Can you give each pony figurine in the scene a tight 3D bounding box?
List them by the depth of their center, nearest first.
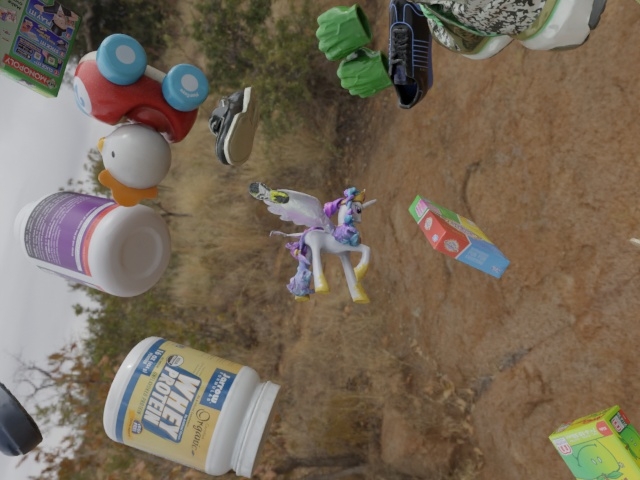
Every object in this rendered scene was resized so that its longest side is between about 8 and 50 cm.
[{"bbox_3d":[0.000,0.000,1.610,0.303,0.350,0.364,86,-174,-67],"label":"pony figurine"}]

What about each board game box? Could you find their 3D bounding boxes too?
[{"bbox_3d":[0.384,0.309,0.655,0.181,0.043,0.092,59,140,17],"label":"board game box"},{"bbox_3d":[-0.697,-0.482,1.140,0.046,0.317,0.214,7,79,32],"label":"board game box"},{"bbox_3d":[0.434,-0.019,1.682,0.064,0.242,0.316,-61,17,19],"label":"board game box"}]

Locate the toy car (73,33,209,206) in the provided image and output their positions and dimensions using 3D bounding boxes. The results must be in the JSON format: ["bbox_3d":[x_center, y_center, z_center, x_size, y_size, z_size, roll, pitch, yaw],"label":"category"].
[{"bbox_3d":[-0.330,-0.179,0.900,0.219,0.210,0.238,-12,65,54],"label":"toy car"}]

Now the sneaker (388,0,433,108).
[{"bbox_3d":[0.176,-0.378,1.056,0.081,0.232,0.090,13,51,35],"label":"sneaker"}]

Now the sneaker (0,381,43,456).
[{"bbox_3d":[-0.474,0.193,0.612,0.131,0.318,0.112,-49,-30,-45],"label":"sneaker"}]

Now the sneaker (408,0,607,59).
[{"bbox_3d":[0.187,-0.330,0.675,0.410,0.181,0.158,-112,32,-73],"label":"sneaker"}]

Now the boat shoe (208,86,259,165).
[{"bbox_3d":[-0.163,-0.202,0.948,0.233,0.079,0.084,-88,-9,-51],"label":"boat shoe"}]

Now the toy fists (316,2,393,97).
[{"bbox_3d":[0.093,-0.515,1.444,0.142,0.279,0.096,-13,49,28],"label":"toy fists"}]

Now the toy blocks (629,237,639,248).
[{"bbox_3d":[0.612,-0.032,0.888,0.148,0.123,0.054,-58,22,6],"label":"toy blocks"}]

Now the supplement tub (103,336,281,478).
[{"bbox_3d":[-0.166,0.224,0.705,0.144,0.199,0.144,17,-90,-86],"label":"supplement tub"}]

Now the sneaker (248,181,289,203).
[{"bbox_3d":[-0.097,-0.086,1.001,0.035,0.083,0.031,54,-122,-81],"label":"sneaker"}]

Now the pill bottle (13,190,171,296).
[{"bbox_3d":[-0.476,-0.003,1.073,0.322,0.181,0.182,12,94,29],"label":"pill bottle"}]

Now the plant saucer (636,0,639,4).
[{"bbox_3d":[0.657,-0.595,1.027,0.045,0.188,0.188,-43,-2,-29],"label":"plant saucer"}]
